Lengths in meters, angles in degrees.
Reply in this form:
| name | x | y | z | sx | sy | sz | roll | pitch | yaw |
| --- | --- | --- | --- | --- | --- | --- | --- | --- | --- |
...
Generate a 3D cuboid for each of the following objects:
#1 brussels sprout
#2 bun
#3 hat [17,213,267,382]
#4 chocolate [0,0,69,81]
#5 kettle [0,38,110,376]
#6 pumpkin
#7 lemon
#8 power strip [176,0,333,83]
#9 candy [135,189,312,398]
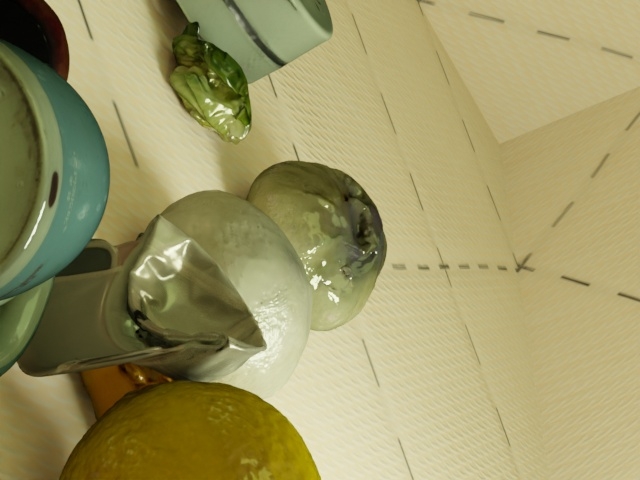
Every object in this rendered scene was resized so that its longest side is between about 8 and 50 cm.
| name | x | y | z | sx | sy | sz | roll | pitch | yaw |
| --- | --- | --- | --- | --- | --- | --- | --- | --- | --- |
| brussels sprout | -0.154 | -0.223 | 2.498 | 0.181 | 0.100 | 0.139 | 45 | 6 | -29 |
| bun | -0.001 | -0.005 | 2.568 | 0.273 | 0.168 | 0.273 | 44 | 34 | -41 |
| hat | -0.188 | 0.099 | 1.768 | 0.164 | 0.226 | 0.219 | 60 | 1 | -42 |
| chocolate | -0.344 | -0.198 | 1.808 | 0.177 | 0.176 | 0.177 | 56 | 21 | -34 |
| kettle | -0.314 | -0.023 | 1.593 | 0.342 | 0.247 | 0.320 | 10 | 91 | -79 |
| pumpkin | -0.187 | 0.168 | 1.911 | 0.279 | 0.111 | 0.163 | 59 | 0 | 11 |
| lemon | -0.122 | 0.272 | 1.676 | 0.293 | 0.293 | 0.293 | 56 | 21 | -34 |
| power strip | -0.132 | -0.420 | 2.624 | 0.357 | 0.161 | 0.357 | 58 | 13 | -21 |
| candy | -0.104 | 0.064 | 2.135 | 0.295 | 0.185 | 0.295 | 52 | 21 | -29 |
